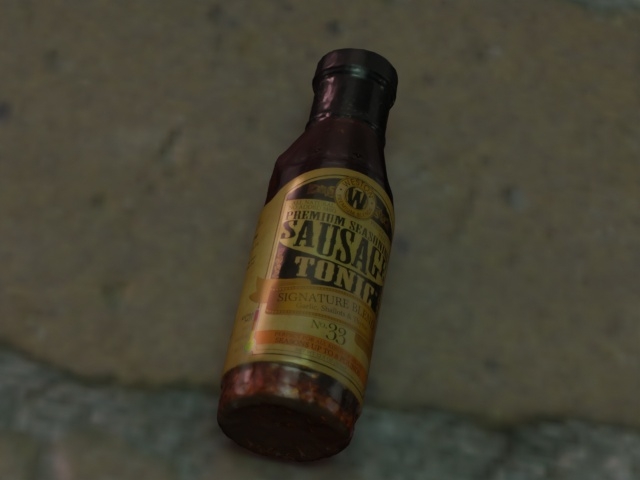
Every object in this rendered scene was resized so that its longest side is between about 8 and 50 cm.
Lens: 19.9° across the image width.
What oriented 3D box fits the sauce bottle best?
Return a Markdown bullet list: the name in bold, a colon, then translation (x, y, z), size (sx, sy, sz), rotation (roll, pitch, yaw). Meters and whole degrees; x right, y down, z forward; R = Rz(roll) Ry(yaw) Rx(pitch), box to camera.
- **sauce bottle**: translation (0.000, 0.000, 0.531), size (0.042, 0.042, 0.128), rotation (11, 58, -3)
